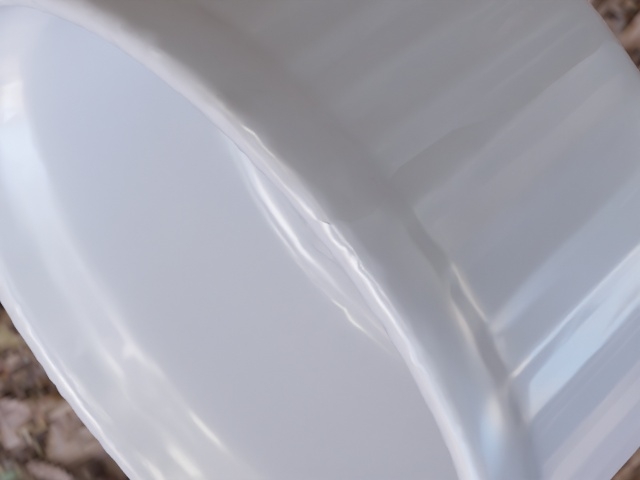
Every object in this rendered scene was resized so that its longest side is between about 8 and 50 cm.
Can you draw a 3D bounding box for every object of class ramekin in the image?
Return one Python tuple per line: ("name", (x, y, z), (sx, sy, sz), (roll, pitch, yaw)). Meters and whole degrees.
("ramekin", (0.000, 0.000, 0.631), (0.135, 0.277, 0.277), (-37, 135, -27))
